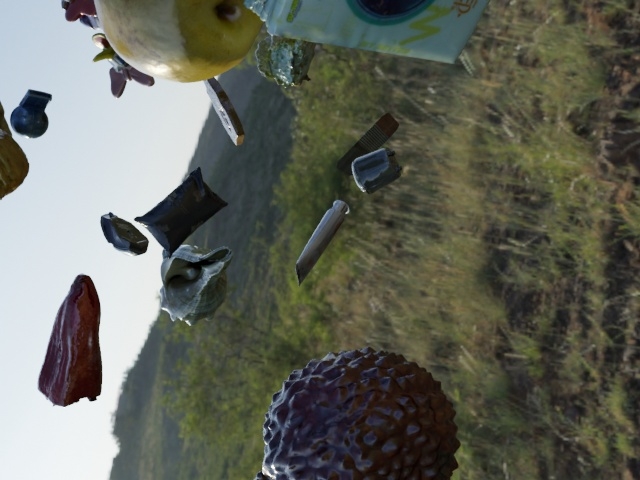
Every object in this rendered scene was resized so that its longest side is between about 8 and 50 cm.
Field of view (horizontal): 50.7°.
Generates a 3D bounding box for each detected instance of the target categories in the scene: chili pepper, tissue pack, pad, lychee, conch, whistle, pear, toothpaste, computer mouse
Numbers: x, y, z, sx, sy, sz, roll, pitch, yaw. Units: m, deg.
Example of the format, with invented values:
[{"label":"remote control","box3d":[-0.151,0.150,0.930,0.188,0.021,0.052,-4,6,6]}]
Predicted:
[{"label":"chili pepper","box3d":[-0.476,0.192,1.313,0.144,0.136,0.253,-68,-9,-75]},{"label":"tissue pack","box3d":[0.103,-0.450,1.078,0.162,0.387,0.287,59,138,38]},{"label":"pad","box3d":[0.207,-0.291,2.340,0.250,0.323,0.055,-46,50,9]},{"label":"lychee","box3d":[0.059,0.455,1.470,0.425,0.499,0.425,57,-171,-14]},{"label":"conch","box3d":[-0.306,0.083,1.672,0.386,0.203,0.170,-50,14,37]},{"label":"whistle","box3d":[-0.657,-0.277,1.535,0.158,0.090,0.090,-14,66,54]},{"label":"pear","box3d":[-0.252,-0.431,1.191,0.314,0.314,0.315,-172,90,-82]},{"label":"toothpaste","box3d":[0.000,0.000,2.124,0.323,0.066,0.100,-58,-24,-36]},{"label":"computer mouse","box3d":[-0.545,-0.009,1.867,0.192,0.105,0.062,41,108,35]}]

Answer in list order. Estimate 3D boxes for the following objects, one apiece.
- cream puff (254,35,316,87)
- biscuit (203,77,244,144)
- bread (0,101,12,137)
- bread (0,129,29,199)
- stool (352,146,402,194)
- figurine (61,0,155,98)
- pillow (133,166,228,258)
[{"label":"cream puff","box3d":[-0.087,-0.460,1.653,0.156,0.156,0.121,107,172,-48]},{"label":"biscuit","box3d":[-0.262,-0.366,1.819,0.215,0.034,0.182,61,170,-1]},{"label":"bread","box3d":[-0.856,-0.304,1.666,0.130,0.152,0.268,40,146,28]},{"label":"bread","box3d":[-0.758,-0.167,1.458,0.240,0.239,0.139,-93,-3,-55]},{"label":"stool","box3d":[0.137,-0.170,1.631,0.096,0.110,0.096,49,-153,-36]},{"label":"figurine","box3d":[-0.554,-0.588,1.726,0.193,0.154,0.421,-13,-88,-62]},{"label":"pillow","box3d":[-0.245,-0.051,1.194,0.150,0.090,0.048,-45,4,-17]}]
